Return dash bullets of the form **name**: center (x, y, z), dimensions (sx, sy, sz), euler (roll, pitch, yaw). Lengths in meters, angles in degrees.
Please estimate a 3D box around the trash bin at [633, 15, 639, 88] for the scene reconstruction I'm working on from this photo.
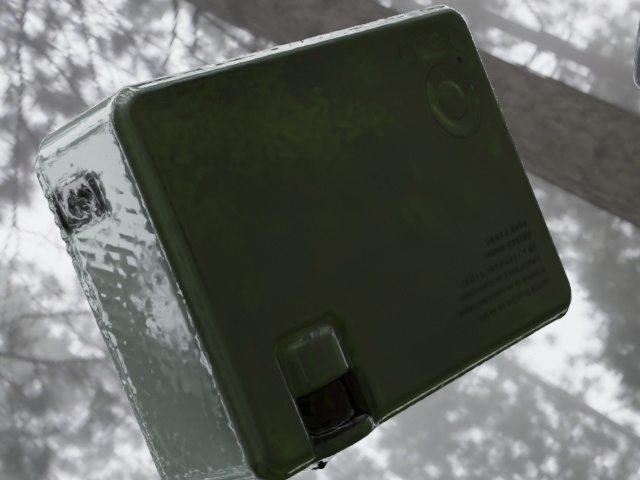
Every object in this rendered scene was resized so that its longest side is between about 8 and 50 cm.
- **trash bin**: center (0.442, -0.189, 1.154), dimensions (0.182, 0.290, 0.209), euler (-29, -50, -44)

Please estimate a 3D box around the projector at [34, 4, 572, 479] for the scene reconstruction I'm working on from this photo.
- **projector**: center (0.000, 0.000, 0.666), dimensions (0.256, 0.099, 0.192), euler (-23, -90, -44)
